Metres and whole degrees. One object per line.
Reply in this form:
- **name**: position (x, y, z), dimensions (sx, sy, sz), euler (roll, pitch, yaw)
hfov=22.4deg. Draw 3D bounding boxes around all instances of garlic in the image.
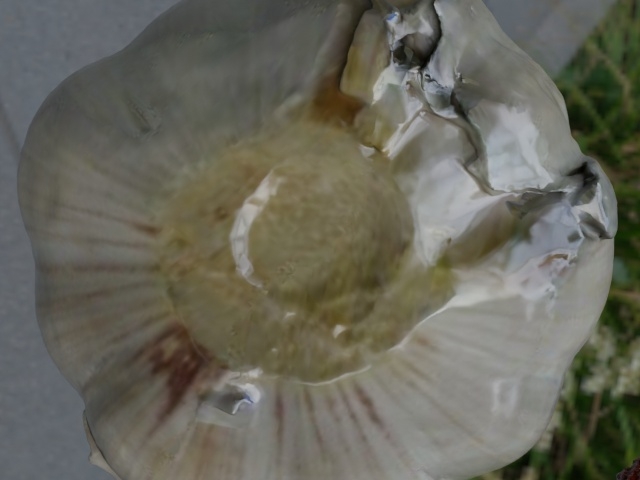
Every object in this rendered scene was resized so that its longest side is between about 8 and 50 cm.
- **garlic**: position (-0.004, 0.004, 0.856), dimensions (0.241, 0.322, 0.322), euler (18, 82, -58)

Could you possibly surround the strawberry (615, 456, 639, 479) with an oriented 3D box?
- **strawberry**: position (0.341, 0.257, 1.407), dimensions (0.286, 0.106, 0.188), euler (-11, 80, -20)
